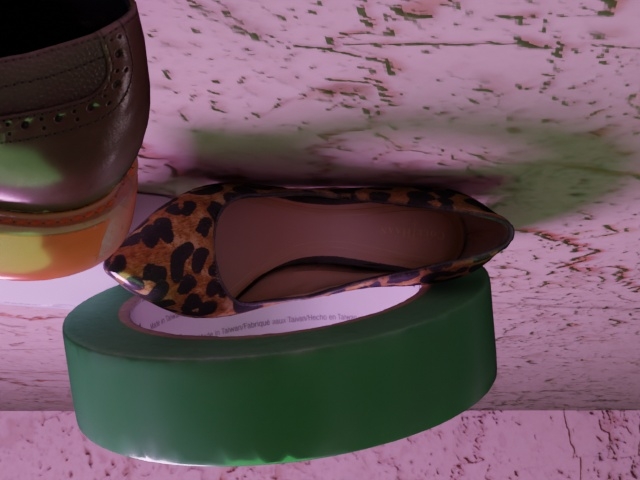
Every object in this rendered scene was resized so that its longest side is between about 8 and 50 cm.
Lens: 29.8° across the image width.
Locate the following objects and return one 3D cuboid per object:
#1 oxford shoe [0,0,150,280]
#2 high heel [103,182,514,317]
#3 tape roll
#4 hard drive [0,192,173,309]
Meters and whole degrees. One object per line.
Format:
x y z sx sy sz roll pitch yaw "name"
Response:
-0.246 -0.092 0.481 0.363 0.130 0.133 10 132 -11 "oxford shoe"
0.000 0.000 0.810 0.186 0.093 0.261 -5 -179 40 "high heel"
-0.029 0.074 0.908 0.321 0.077 0.321 -6 -168 1 "tape roll"
-0.254 0.008 0.995 0.203 0.040 0.307 6 165 -21 "hard drive"
